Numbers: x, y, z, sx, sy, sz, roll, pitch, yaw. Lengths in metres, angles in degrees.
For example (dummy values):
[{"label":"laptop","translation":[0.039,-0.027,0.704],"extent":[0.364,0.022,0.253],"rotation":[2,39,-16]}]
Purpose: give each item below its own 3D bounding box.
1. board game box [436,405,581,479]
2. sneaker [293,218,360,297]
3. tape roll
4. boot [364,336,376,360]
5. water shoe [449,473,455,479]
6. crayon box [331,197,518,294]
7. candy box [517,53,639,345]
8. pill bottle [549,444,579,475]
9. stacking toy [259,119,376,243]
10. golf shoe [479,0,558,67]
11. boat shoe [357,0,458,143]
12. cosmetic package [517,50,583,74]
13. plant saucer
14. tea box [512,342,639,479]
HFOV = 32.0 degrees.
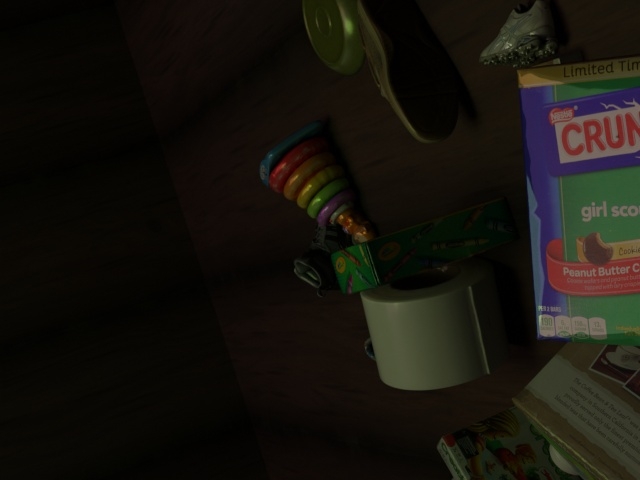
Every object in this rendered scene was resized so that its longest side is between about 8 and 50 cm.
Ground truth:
[{"label":"board game box","translation":[0.361,0.447,1.948],"extent":[0.305,0.193,0.053],"rotation":[60,157,26]},{"label":"sneaker","translation":[0.000,0.000,2.523],"extent":[0.268,0.153,0.101],"rotation":[65,158,16]},{"label":"tape roll","translation":[0.207,0.143,2.007],"extent":[0.246,0.246,0.169],"rotation":[16,122,65]},{"label":"boot","translation":[0.186,0.227,2.291],"extent":[0.258,0.123,0.095],"rotation":[-4,104,68]},{"label":"water shoe","translation":[0.322,0.583,2.358],"extent":[0.080,0.073,0.203],"rotation":[-101,-1,-84]},{"label":"crayon box","translation":[0.177,0.011,1.921],"extent":[0.165,0.278,0.081],"rotation":[-22,86,69]},{"label":"candy box","translation":[0.370,-0.047,1.225],"extent":[0.268,0.122,0.317],"rotation":[-1,96,40]},{"label":"pill bottle","translation":[0.427,0.291,1.770],"extent":[0.112,0.112,0.187],"rotation":[56,154,34]},{"label":"stacking toy","translation":[0.017,-0.097,2.454],"extent":[0.302,0.166,0.175],"rotation":[49,163,15]},{"label":"golf shoe","translation":[0.300,-0.310,1.680],"extent":[0.176,0.069,0.086],"rotation":[172,100,-66]},{"label":"boat shoe","translation":[0.151,-0.303,1.967],"extent":[0.110,0.121,0.341],"rotation":[104,153,-62]},{"label":"cosmetic package","translation":[0.342,-0.236,1.639],"extent":[0.115,0.041,0.060],"rotation":[-8,100,69]},{"label":"plant saucer","translation":[0.019,-0.449,2.268],"extent":[0.241,0.037,0.241],"rotation":[50,150,44]},{"label":"tea box","translation":[0.464,0.272,1.339],"extent":[0.323,0.220,0.329],"rotation":[47,176,-36]}]
